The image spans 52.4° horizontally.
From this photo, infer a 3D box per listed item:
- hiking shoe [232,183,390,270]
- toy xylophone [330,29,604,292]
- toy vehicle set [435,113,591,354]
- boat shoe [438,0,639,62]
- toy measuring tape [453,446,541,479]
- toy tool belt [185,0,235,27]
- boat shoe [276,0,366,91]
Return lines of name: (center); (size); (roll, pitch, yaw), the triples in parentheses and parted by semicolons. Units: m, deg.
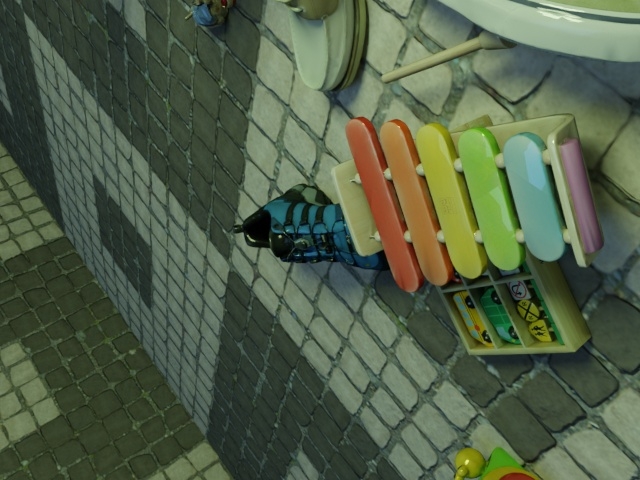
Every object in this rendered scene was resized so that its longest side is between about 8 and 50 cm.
hiking shoe: (0.000, 0.000, 0.910); (0.304, 0.132, 0.113); (14, 127, 58)
toy xylophone: (0.129, -0.071, 0.649); (0.322, 0.081, 0.236); (-13, 102, 58)
toy vehicle set: (0.181, 0.006, 0.750); (0.166, 0.035, 0.267); (-22, 96, 60)
boat shoe: (0.157, -0.232, 0.529); (0.302, 0.109, 0.094); (40, 141, 37)
toy measuring tape: (0.290, 0.398, 0.826); (0.330, 0.121, 0.121); (42, 144, 31)
toy tool belt: (-0.168, -0.347, 0.979); (0.083, 0.051, 0.052); (4, 117, 55)
boat shoe: (-0.018, -0.305, 0.733); (0.113, 0.103, 0.303); (34, 140, 39)
